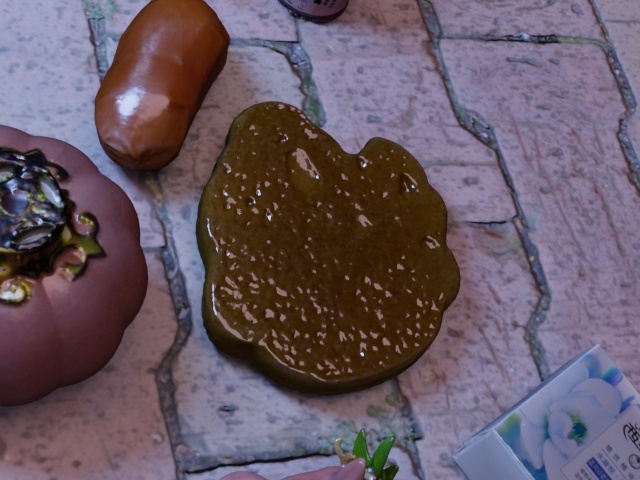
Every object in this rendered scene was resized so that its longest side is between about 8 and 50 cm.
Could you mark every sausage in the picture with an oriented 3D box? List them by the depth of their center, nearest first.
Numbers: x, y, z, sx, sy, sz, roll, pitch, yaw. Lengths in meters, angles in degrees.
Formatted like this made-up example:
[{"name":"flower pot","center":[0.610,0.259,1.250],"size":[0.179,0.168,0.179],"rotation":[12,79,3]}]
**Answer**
[{"name":"sausage","center":[-0.196,-0.196,1.454],"size":[0.133,0.133,0.258],"rotation":[25,61,-8]}]

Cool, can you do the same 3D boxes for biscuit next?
[{"name":"biscuit","center":[0.000,0.000,1.460],"size":[0.359,0.074,0.381],"rotation":[-13,67,-28]}]

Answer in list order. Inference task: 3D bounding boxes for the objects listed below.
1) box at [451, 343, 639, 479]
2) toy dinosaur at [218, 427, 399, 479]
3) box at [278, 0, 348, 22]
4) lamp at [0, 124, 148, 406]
[{"name":"box","center":[0.327,0.295,1.408],"size":[0.203,0.116,0.274],"rotation":[-31,78,-32]},{"name":"toy dinosaur","center":[-0.007,0.264,1.274],"size":[0.177,0.194,0.152],"rotation":[24,64,-34]},{"name":"box","center":[0.002,-0.386,1.629],"size":[0.151,0.135,0.151],"rotation":[11,57,-17]},{"name":"lamp","center":[-0.324,0.014,1.220],"size":[0.305,0.239,0.305],"rotation":[9,62,-17]}]
